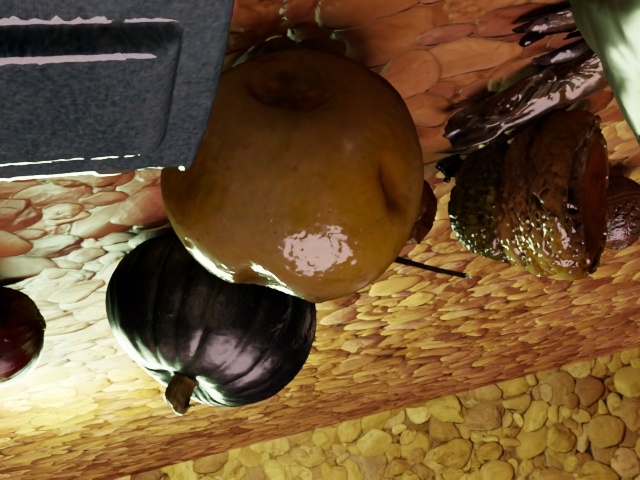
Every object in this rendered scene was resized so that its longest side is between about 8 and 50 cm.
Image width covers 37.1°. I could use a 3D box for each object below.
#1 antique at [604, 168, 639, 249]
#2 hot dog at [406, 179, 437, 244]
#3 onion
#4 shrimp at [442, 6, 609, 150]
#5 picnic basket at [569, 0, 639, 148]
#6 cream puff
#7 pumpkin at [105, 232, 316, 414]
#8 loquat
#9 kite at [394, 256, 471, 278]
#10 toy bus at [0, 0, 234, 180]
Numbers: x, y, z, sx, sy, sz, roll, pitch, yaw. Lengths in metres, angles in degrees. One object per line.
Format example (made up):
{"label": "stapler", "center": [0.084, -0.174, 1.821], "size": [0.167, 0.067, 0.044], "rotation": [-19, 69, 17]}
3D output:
{"label": "antique", "center": [0.375, -0.036, 1.222], "size": [0.104, 0.104, 0.104], "rotation": [-12, 161, -4]}
{"label": "hot dog", "center": [0.058, -0.042, 0.984], "size": [0.123, 0.093, 0.261], "rotation": [7, 177, -4]}
{"label": "onion", "center": [-0.370, 0.106, 1.083], "size": [0.118, 0.117, 0.118], "rotation": [-26, 149, -17]}
{"label": "shrimp", "center": [0.197, -0.148, 0.864], "size": [0.219, 0.046, 0.152], "rotation": [-27, 158, 23]}
{"label": "picnic basket", "center": [0.181, -0.208, 0.325], "size": [0.254, 0.291, 0.321], "rotation": [-16, 146, 5]}
{"label": "cream puff", "center": [0.213, -0.050, 1.025], "size": [0.169, 0.183, 0.183], "rotation": [3, 170, 28]}
{"label": "pumpkin", "center": [-0.129, 0.098, 1.092], "size": [0.250, 0.216, 0.250], "rotation": [17, 151, 9]}
{"label": "loquat", "center": [-0.022, -0.044, 0.764], "size": [0.213, 0.213, 0.213], "rotation": [-12, 161, -4]}
{"label": "kite", "center": [0.000, 0.000, 1.011], "size": [0.335, 0.011, 0.314], "rotation": [13, -178, -7]}
{"label": "toy bus", "center": [-0.202, -0.126, 0.401], "size": [0.323, 0.194, 0.162], "rotation": [-6, 150, -20]}
